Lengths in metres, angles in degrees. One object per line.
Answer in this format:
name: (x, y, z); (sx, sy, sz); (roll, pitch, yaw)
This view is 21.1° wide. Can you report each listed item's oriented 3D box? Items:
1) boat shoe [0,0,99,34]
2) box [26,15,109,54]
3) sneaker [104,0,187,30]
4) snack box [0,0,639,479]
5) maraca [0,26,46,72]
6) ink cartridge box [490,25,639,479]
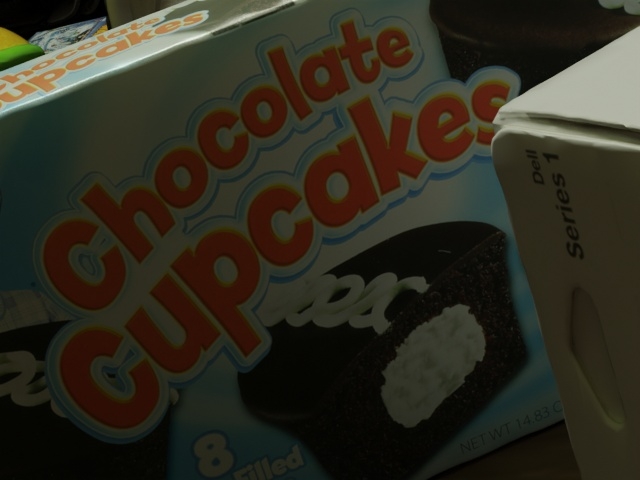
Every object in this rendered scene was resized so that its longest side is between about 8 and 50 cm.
boat shoe: (-0.220, -0.222, 1.401); (0.102, 0.108, 0.301); (39, 40, 27)
box: (-0.188, -0.122, 1.229); (0.094, 0.027, 0.137); (-10, 24, 24)
sneaker: (-0.057, -0.182, 1.179); (0.118, 0.110, 0.292); (1, 29, 21)
snack box: (0.000, 0.000, 0.604); (0.322, 0.187, 0.060); (-23, 23, -9)
maraca: (-0.235, -0.077, 1.084); (0.127, 0.099, 0.185); (-29, -1, -28)
ink cartridge box: (0.176, -0.010, 0.531); (0.219, 0.160, 0.092); (-32, 26, -26)
